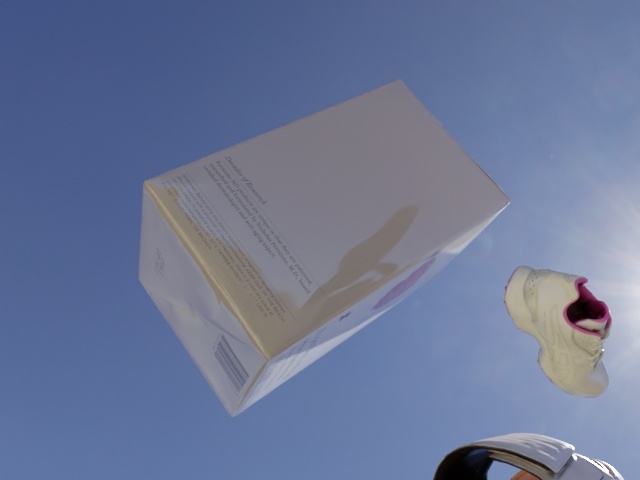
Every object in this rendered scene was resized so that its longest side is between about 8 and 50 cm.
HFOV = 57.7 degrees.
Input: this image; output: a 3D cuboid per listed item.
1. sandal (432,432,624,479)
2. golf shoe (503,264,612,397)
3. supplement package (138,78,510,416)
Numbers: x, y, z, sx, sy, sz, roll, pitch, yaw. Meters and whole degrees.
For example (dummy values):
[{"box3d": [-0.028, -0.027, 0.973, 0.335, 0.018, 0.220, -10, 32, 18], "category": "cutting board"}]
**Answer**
[{"box3d": [0.107, 0.163, 0.350, 0.102, 0.265, 0.076, -32, -105, 35], "category": "sandal"}, {"box3d": [0.436, 0.167, 0.988, 0.140, 0.115, 0.306, -9, -52, 52], "category": "golf shoe"}, {"box3d": [0.000, 0.000, 0.565, 0.175, 0.293, 0.177, 52, -31, 15], "category": "supplement package"}]
